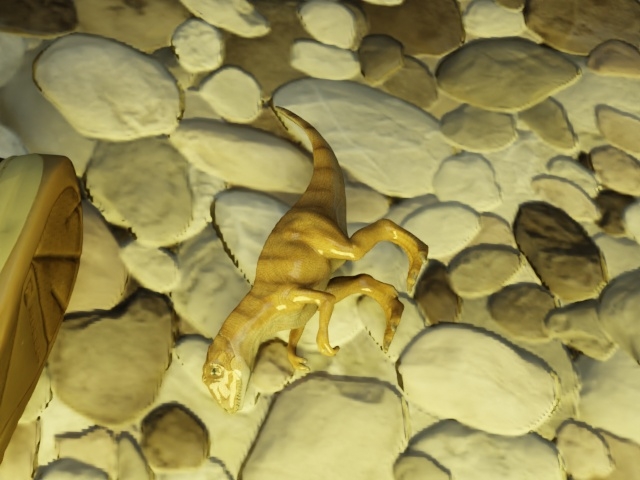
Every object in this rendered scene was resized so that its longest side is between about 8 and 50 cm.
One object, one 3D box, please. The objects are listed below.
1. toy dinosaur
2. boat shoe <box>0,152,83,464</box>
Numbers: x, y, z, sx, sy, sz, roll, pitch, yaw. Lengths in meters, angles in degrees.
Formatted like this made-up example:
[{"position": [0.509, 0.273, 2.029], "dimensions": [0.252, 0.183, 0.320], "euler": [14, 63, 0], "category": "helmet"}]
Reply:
[{"position": [0.000, 0.000, 0.873], "dimensions": [0.112, 0.064, 0.211], "euler": [21, 52, 1], "category": "toy dinosaur"}, {"position": [-0.214, 0.083, 0.726], "dimensions": [0.123, 0.123, 0.342], "euler": [11, 50, 7], "category": "boat shoe"}]
